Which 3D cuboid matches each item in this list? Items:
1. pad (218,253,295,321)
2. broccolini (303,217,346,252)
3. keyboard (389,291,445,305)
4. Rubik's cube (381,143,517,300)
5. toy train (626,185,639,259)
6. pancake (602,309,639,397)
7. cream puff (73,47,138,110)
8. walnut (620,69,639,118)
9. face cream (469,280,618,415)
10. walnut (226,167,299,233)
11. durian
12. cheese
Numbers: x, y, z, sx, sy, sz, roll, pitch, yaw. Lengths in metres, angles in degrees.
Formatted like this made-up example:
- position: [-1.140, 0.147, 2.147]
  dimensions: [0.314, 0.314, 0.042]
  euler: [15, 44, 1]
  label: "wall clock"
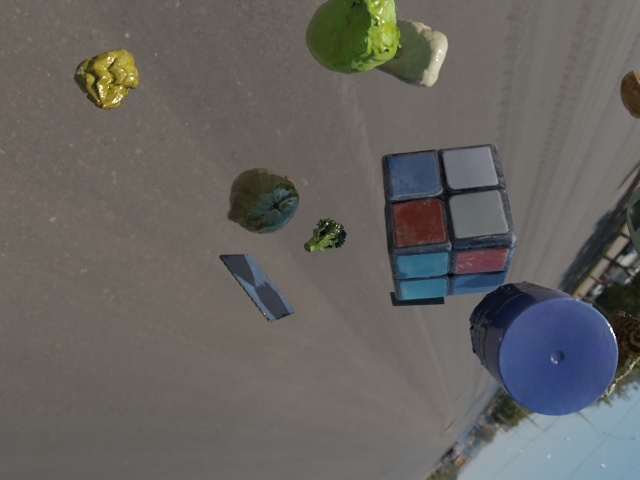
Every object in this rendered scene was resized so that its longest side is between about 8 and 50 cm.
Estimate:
- position: [-0.200, 0.147, 1.721]
  dimensions: [0.012, 0.269, 0.269]
  euler: [-41, 169, 9]
  label: "pad"
- position: [0.016, -0.006, 1.292]
  dimensions: [0.068, 0.091, 0.202]
  euler: [-23, -173, 16]
  label: "broccolini"
- position: [0.349, 0.208, 1.906]
  dimensions: [0.018, 0.195, 0.060]
  euler: [-50, 130, -58]
  label: "keyboard"
- position: [0.335, -0.041, 1.446]
  dimensions: [0.315, 0.314, 0.318]
  euler: [-6, 150, 9]
  label: "Rubik's cube"
- position: [0.523, 0.102, 0.715]
  dimensions: [0.088, 0.407, 0.086]
  euler: [-5, 159, -39]
  label: "toy train"
- position: [0.777, 0.283, 1.329]
  dimensions: [0.244, 0.057, 0.266]
  euler: [-33, -155, 49]
  label: "pancake"
- position: [-0.468, -0.356, 1.179]
  dimensions: [0.146, 0.146, 0.116]
  euler: [-31, 107, -32]
  label: "cream puff"
- position: [0.633, -0.284, 1.054]
  dimensions: [0.091, 0.121, 0.052]
  euler: [26, 133, -31]
  label: "walnut"
- position: [0.474, 0.224, 1.158]
  dimensions: [0.249, 0.249, 0.225]
  euler: [-49, -178, 3]
  label: "face cream"
- position: [-0.201, -0.133, 1.813]
  dimensions: [0.283, 0.283, 0.228]
  euler: [-38, 112, -19]
  label: "walnut"
- position: [0.085, -0.549, 1.382]
  dimensions: [0.339, 0.204, 0.256]
  euler: [-11, -144, 49]
  label: "durian"
- position: [0.309, -0.567, 1.629]
  dimensions: [0.251, 0.248, 0.174]
  euler: [10, 115, -37]
  label: "cheese"
